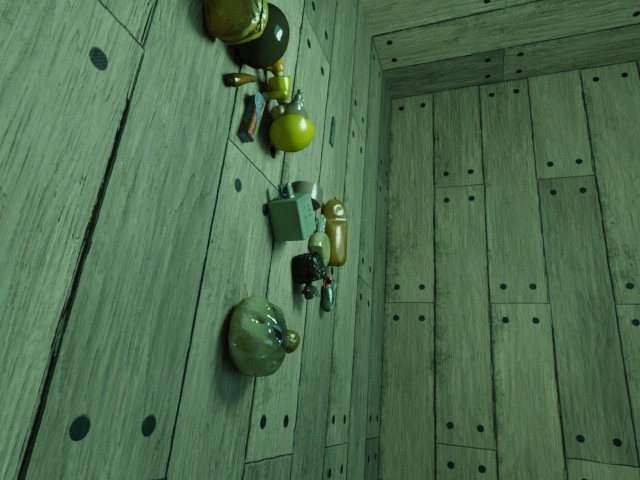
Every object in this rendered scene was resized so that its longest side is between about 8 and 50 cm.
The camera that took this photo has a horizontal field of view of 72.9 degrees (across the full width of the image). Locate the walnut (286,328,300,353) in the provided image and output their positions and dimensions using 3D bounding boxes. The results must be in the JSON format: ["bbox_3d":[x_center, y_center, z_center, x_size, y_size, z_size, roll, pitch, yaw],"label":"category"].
[{"bbox_3d":[-0.123,0.397,1.713,0.079,0.082,0.096,48,37,-17],"label":"walnut"}]

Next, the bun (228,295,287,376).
[{"bbox_3d":[-0.189,0.316,1.423,0.273,0.168,0.273,-8,90,-75],"label":"bun"}]

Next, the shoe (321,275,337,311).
[{"bbox_3d":[0.034,0.265,2.168,0.077,0.074,0.194,54,34,-37],"label":"shoe"}]

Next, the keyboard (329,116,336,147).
[{"bbox_3d":[0.070,-0.611,2.440,0.055,0.014,0.176,55,38,-60],"label":"keyboard"}]

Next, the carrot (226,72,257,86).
[{"bbox_3d":[-0.268,-0.554,1.491,0.191,0.047,0.047,-54,137,-64],"label":"carrot"}]

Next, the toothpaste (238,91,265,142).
[{"bbox_3d":[-0.246,-0.441,1.531,0.070,0.044,0.193,56,37,-52],"label":"toothpaste"}]

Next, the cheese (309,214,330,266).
[{"bbox_3d":[0.007,0.007,2.114,0.163,0.070,0.249,67,28,-42],"label":"cheese"}]

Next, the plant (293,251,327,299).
[{"bbox_3d":[-0.044,0.153,1.873,0.142,0.131,0.203,-37,124,-69],"label":"plant"}]

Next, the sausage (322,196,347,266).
[{"bbox_3d":[0.073,-0.045,2.220,0.116,0.134,0.354,144,-52,-75],"label":"sausage"}]

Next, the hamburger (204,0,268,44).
[{"bbox_3d":[-0.258,-0.710,1.317,0.108,0.213,0.214,-1,89,-68],"label":"hamburger"}]

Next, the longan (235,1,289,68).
[{"bbox_3d":[-0.200,-0.702,1.483,0.196,0.196,0.220,51,53,-58],"label":"longan"}]

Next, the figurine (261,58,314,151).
[{"bbox_3d":[-0.136,-0.511,1.666,0.215,0.187,0.344,-61,138,-75],"label":"figurine"}]

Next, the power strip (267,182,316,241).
[{"bbox_3d":[-0.116,-0.122,1.703,0.140,0.139,0.224,-44,128,-62],"label":"power strip"}]

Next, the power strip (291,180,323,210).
[{"bbox_3d":[-0.068,-0.187,1.827,0.154,0.154,0.078,48,46,-59],"label":"power strip"}]
